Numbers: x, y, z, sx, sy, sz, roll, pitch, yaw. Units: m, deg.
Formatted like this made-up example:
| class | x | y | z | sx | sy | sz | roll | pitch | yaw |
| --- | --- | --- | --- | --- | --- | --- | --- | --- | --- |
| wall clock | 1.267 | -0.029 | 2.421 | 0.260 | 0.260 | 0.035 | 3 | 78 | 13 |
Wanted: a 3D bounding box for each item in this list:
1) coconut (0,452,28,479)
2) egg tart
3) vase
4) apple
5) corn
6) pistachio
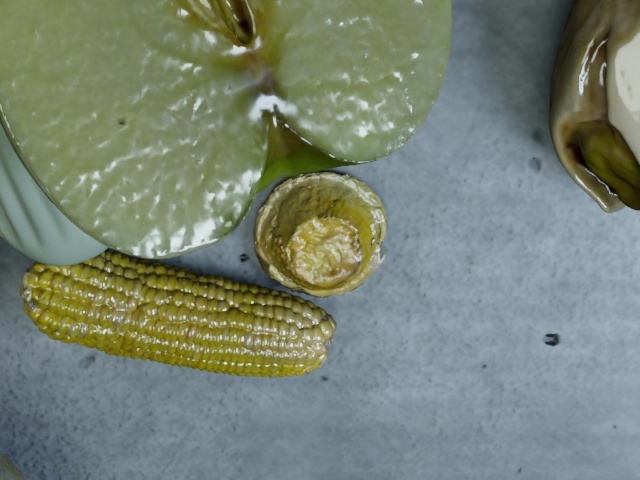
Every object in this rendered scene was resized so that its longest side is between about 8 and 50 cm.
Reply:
| class | x | y | z | sx | sy | sz | roll | pitch | yaw |
| --- | --- | --- | --- | --- | --- | --- | --- | --- | --- |
| coconut | -0.391 | 0.328 | 1.237 | 0.346 | 0.360 | 0.346 | 16 | 153 | 8 |
| egg tart | 0.000 | 0.000 | 1.245 | 0.128 | 0.049 | 0.129 | 0 | 114 | 0 |
| vase | -0.243 | -0.092 | 1.123 | 0.128 | 0.128 | 0.248 | -14 | 136 | 6 |
| apple | -0.082 | -0.197 | 1.008 | 0.311 | 0.320 | 0.360 | -12 | 109 | 19 |
| corn | -0.128 | 0.067 | 1.249 | 0.291 | 0.101 | 0.101 | 10 | 115 | -9 |
| pistachio | 0.267 | -0.124 | 1.146 | 0.153 | 0.137 | 0.238 | -17 | 121 | -32 |
